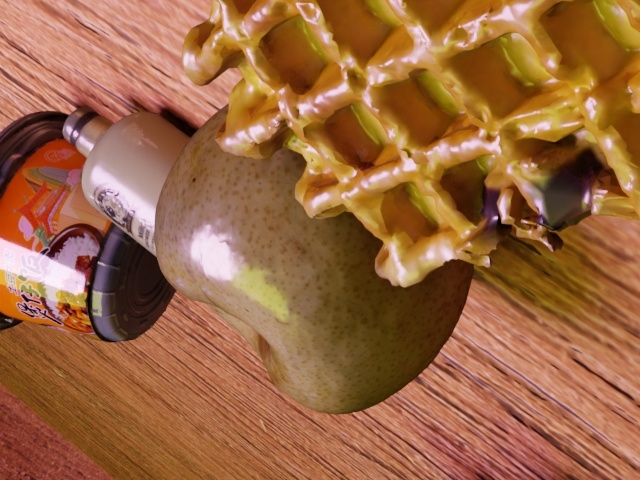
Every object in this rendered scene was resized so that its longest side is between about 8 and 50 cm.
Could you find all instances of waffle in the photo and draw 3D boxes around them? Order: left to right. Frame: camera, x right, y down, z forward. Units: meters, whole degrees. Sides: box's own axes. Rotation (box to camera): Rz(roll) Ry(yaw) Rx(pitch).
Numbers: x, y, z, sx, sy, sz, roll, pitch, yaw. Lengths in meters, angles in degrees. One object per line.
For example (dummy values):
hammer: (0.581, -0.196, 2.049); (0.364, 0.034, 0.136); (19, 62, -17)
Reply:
waffle: (0.053, -0.082, 0.387); (0.309, 0.065, 0.283); (31, 144, 25)

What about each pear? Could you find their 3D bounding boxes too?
pear: (0.000, 0.000, 0.591); (0.167, 0.136, 0.167); (37, 162, 14)

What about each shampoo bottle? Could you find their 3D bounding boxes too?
shampoo bottle: (-0.109, -0.038, 0.787); (0.162, 0.079, 0.079); (37, 158, 15)

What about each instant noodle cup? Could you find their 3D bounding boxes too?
instant noodle cup: (-0.178, 0.003, 0.889); (0.126, 0.208, 0.177); (20, 121, 18)
